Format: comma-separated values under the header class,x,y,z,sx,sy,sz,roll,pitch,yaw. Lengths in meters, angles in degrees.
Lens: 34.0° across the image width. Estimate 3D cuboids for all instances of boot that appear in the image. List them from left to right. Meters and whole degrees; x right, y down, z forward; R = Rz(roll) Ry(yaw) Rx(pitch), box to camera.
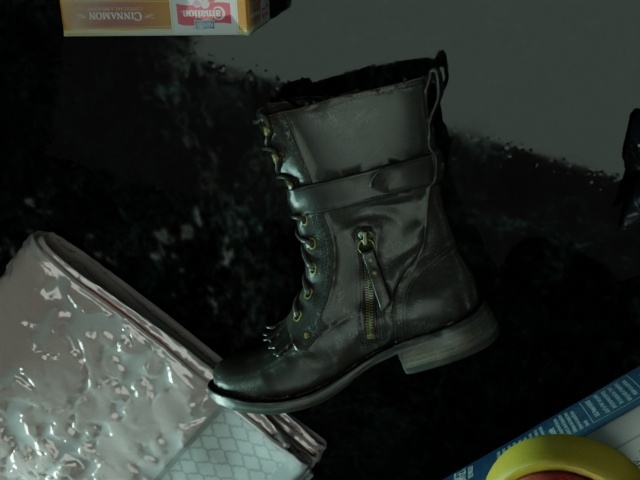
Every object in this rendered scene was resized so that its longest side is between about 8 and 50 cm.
class,x,y,z,sx,sy,sz,roll,pitch,yaw
boot,0.000,0.000,0.812,0.263,0.091,0.229,-19,100,14

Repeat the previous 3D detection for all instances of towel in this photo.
class,x,y,z,sx,sy,sz,roll,pitch,yaw
towel,-0.212,0.201,0.944,0.317,0.053,0.332,38,113,-4

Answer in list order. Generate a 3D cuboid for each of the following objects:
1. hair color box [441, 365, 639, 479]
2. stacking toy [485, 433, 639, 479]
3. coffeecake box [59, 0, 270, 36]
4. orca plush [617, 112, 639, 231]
class,x,y,z,sx,sy,sz,roll,pitch,yaw
hair color box,0.182,0.237,0.787,0.347,0.105,0.174,-31,89,6
stacking toy,0.260,0.226,0.613,0.309,0.130,0.279,-32,94,29
coffeecake box,-0.116,-0.242,0.741,0.142,0.068,0.185,2,111,11
orca plush,0.294,-0.037,0.641,0.151,0.287,0.102,-51,128,-1
